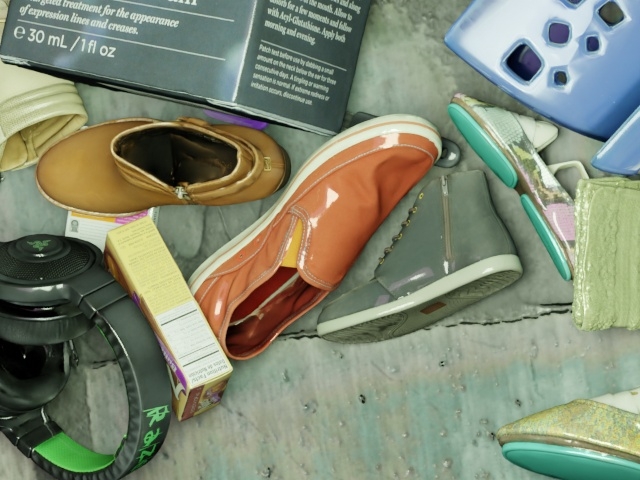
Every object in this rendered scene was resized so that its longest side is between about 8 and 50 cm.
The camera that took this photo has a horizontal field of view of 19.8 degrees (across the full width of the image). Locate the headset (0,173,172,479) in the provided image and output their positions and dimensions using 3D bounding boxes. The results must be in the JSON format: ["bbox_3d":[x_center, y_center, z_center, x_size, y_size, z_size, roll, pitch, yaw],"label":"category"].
[{"bbox_3d":[-0.292,0.075,1.917,0.394,0.185,0.243,43,131,16],"label":"headset"}]

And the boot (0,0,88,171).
[{"bbox_3d":[-0.385,-0.161,1.986,0.262,0.095,0.203,-23,71,12],"label":"boot"}]

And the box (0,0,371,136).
[{"bbox_3d":[-0.106,-0.329,1.816,0.293,0.212,0.395,13,91,30],"label":"box"}]

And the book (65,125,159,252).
[{"bbox_3d":[-0.219,-0.044,1.963,0.096,0.035,0.144,10,91,17],"label":"book"}]

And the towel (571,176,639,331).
[{"bbox_3d":[0.287,0.013,1.745,0.027,0.110,0.148,177,95,-65],"label":"towel"}]

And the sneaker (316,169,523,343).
[{"bbox_3d":[0.088,0.020,1.831,0.222,0.083,0.118,-23,66,19],"label":"sneaker"}]

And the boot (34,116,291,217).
[{"bbox_3d":[-0.178,-0.072,1.827,0.283,0.220,0.109,5,91,11],"label":"boot"}]

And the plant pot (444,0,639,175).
[{"bbox_3d":[0.280,-0.189,1.683,0.212,0.236,0.236,45,102,11],"label":"plant pot"}]

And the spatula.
[{"bbox_3d":[0.011,-0.129,1.881,0.296,0.030,0.084,19,93,20],"label":"spatula"}]

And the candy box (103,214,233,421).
[{"bbox_3d":[-0.158,0.080,1.862,0.053,0.109,0.186,-22,73,-20],"label":"candy box"}]

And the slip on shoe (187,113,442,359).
[{"bbox_3d":[0.000,0.000,1.822,0.331,0.123,0.101,-42,50,21],"label":"slip on shoe"}]

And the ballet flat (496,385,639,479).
[{"bbox_3d":[0.343,0.192,1.712,0.348,0.123,0.123,12,92,21],"label":"ballet flat"}]

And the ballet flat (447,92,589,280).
[{"bbox_3d":[0.214,-0.064,1.788,0.079,0.077,0.221,-34,83,-7],"label":"ballet flat"}]
